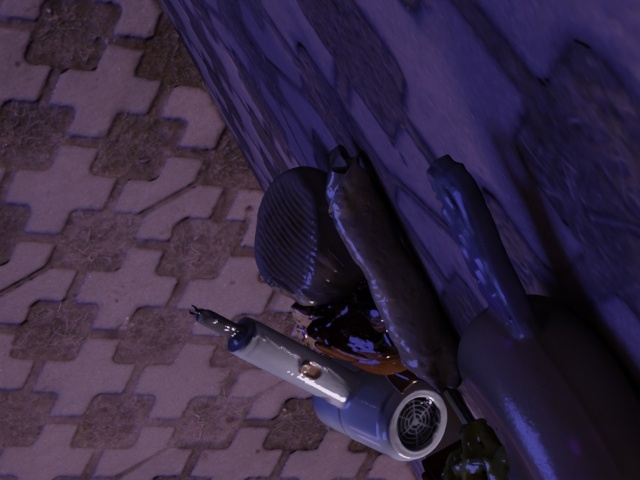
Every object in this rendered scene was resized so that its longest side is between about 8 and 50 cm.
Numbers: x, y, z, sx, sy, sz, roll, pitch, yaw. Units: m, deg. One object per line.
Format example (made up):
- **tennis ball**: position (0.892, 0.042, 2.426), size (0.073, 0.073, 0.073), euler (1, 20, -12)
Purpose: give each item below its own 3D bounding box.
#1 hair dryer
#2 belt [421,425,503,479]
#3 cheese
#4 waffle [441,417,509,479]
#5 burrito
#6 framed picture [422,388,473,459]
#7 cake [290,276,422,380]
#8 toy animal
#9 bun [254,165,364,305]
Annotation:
- **hair dryer**: position (-0.017, 0.161, 1.413), size (0.357, 0.108, 0.173), euler (29, 170, -31)
- **belt**: position (0.210, 0.332, 1.230), size (0.261, 0.105, 0.184), euler (61, 174, -2)
- **cheese**: position (0.129, 0.077, 0.675), size (0.286, 0.082, 0.163), euler (64, 174, -17)
- **waffle**: position (0.187, 0.329, 1.026), size (0.297, 0.073, 0.317), euler (43, 143, 41)
- **burrito**: position (0.071, 0.031, 1.153), size (0.275, 0.059, 0.082), euler (62, -170, -20)
- **framed picture**: position (0.199, 0.314, 1.495), size (0.273, 0.016, 0.216), euler (59, 159, 14)
- **cake**: position (0.060, 0.154, 1.594), size (0.246, 0.135, 0.112), euler (56, 174, 38)
- **toy animal**: position (0.050, 0.104, 1.315), size (0.188, 0.089, 0.179), euler (7, 159, 27)
- **bun**: position (0.000, 0.000, 1.378), size (0.166, 0.113, 0.173), euler (-45, 51, 47)
